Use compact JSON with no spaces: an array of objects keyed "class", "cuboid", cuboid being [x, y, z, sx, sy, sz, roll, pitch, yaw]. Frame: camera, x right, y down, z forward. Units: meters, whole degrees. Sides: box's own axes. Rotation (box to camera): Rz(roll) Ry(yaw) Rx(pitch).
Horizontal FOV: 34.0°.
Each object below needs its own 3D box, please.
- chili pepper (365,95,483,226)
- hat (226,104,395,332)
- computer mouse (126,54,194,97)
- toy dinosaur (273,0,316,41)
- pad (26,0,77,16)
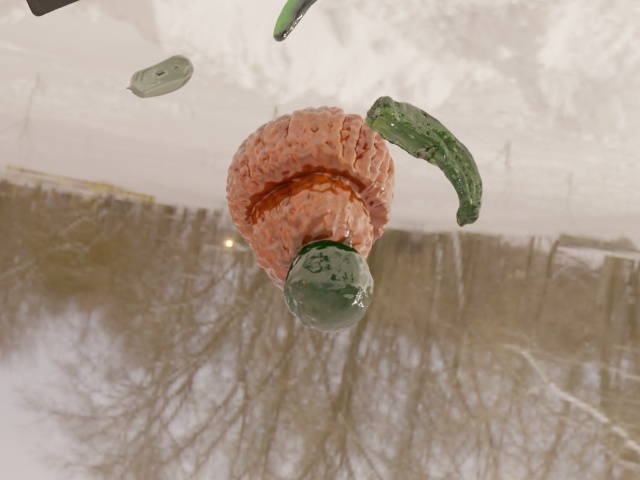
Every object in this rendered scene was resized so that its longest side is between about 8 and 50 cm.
[{"class":"chili pepper","cuboid":[0.129,-0.101,1.224,0.182,0.050,0.073,44,-139,-6]},{"class":"hat","cuboid":[0.000,0.000,1.656,0.285,0.400,0.285,-5,143,-4]},{"class":"computer mouse","cuboid":[-0.250,-0.252,1.646,0.110,0.056,0.032,-22,152,-5]},{"class":"toy dinosaur","cuboid":[0.210,-0.247,0.820,0.144,0.500,0.374,31,-161,-45]},{"class":"pad","cuboid":[-0.363,-0.390,1.395,0.112,0.157,0.003,-25,-154,-8]}]
